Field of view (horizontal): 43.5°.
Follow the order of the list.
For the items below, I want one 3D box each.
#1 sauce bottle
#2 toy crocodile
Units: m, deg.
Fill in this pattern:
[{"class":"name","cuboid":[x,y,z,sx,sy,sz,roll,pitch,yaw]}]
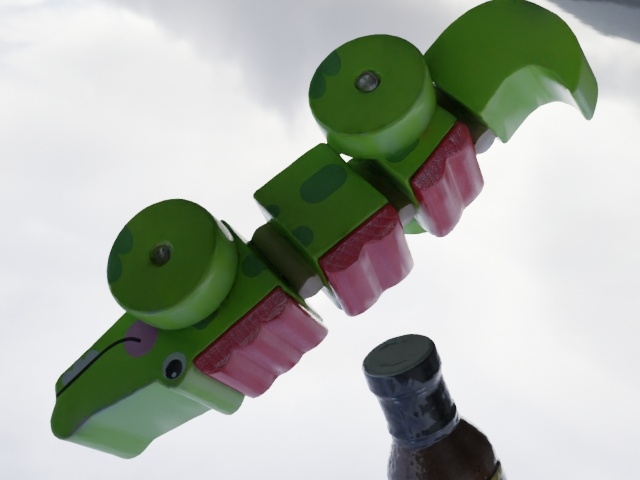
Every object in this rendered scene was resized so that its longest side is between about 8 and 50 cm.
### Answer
[{"class":"sauce bottle","cuboid":[0.128,0.252,0.763,0.111,0.344,0.111,-21,-161,8]},{"class":"toy crocodile","cuboid":[0.000,0.000,0.435,0.340,0.115,0.105,-41,-125,-3]}]
